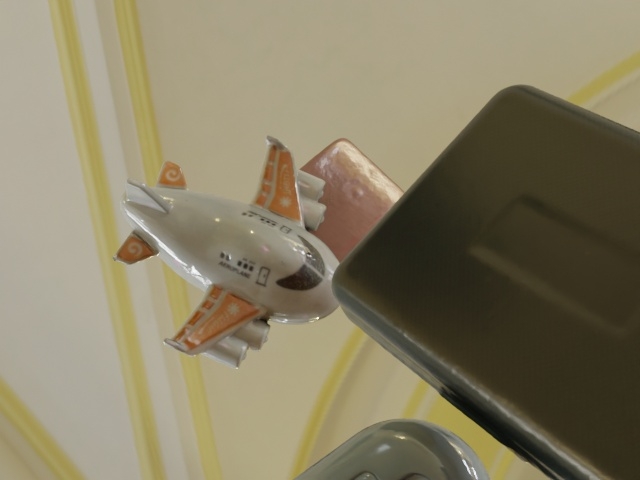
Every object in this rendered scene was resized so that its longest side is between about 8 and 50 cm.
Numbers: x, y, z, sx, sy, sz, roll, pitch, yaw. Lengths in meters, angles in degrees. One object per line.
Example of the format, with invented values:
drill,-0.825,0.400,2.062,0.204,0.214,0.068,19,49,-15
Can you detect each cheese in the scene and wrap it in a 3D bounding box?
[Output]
cheese,0.012,-0.016,1.304,0.128,0.203,0.177,44,-83,8

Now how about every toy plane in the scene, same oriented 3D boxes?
toy plane,-0.088,0.006,1.123,0.244,0.245,0.117,-15,-17,-12

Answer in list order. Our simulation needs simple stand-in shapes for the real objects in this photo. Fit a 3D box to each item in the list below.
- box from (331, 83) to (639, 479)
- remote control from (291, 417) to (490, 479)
box,0.122,0.022,0.511,0.160,0.230,0.050,-47,-48,-7
remote control,-0.024,0.173,0.530,0.244,0.087,0.047,-36,-15,-5
